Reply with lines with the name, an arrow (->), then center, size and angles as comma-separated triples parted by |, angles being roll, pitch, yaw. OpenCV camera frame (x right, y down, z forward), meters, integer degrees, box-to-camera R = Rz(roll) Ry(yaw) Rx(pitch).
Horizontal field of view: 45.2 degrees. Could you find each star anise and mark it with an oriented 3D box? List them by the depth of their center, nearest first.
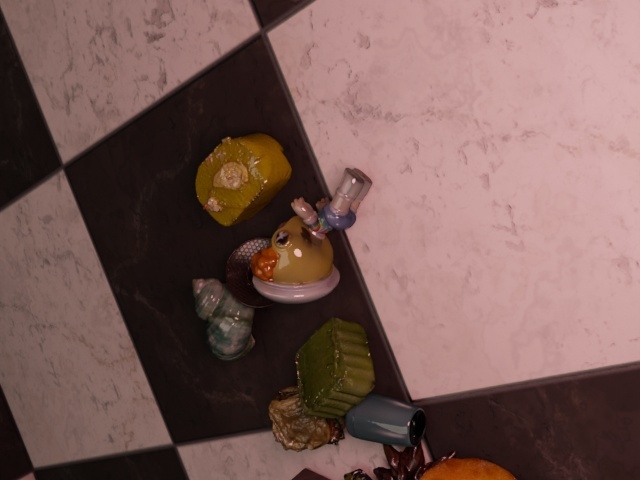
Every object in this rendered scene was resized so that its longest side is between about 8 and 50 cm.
star anise -> 0.234, 0.605, 1.894 | 0.272, 0.102, 0.272 | 3, 96, 33

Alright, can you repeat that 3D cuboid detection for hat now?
hat -> -0.154, 0.093, 2.063 | 0.193, 0.082, 0.193 | -3, 74, 9

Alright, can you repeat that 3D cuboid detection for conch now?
conch -> -0.261, 0.211, 2.135 | 0.277, 0.195, 0.220 | 51, 163, -18

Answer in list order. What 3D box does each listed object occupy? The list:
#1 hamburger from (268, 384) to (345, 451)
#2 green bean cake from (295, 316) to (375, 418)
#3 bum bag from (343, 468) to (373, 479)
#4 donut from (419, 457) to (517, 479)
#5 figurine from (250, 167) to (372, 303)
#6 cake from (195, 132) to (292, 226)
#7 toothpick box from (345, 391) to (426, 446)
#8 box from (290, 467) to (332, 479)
hamburger -> -0.034, 0.466, 2.071 | 0.206, 0.130, 0.183 | -14, 103, 25
green bean cake -> 0.031, 0.319, 1.913 | 0.200, 0.113, 0.214 | -46, 39, 34
bum bag -> 0.150, 0.698, 2.027 | 0.232, 0.060, 0.107 | 36, 115, 21
donut -> 0.367, 0.585, 1.772 | 0.259, 0.152, 0.101 | 12, 126, 24
figurine -> -0.013, 0.003, 1.826 | 0.205, 0.224, 0.382 | 43, 126, 15
cake -> -0.202, -0.166, 1.972 | 0.179, 0.156, 0.260 | 51, 127, 6
toothpick box -> 0.165, 0.444, 1.898 | 0.184, 0.120, 0.120 | 4, 107, 34
box -> -0.024, 0.797, 2.138 | 0.188, 0.153, 0.252 | 15, 112, 32
